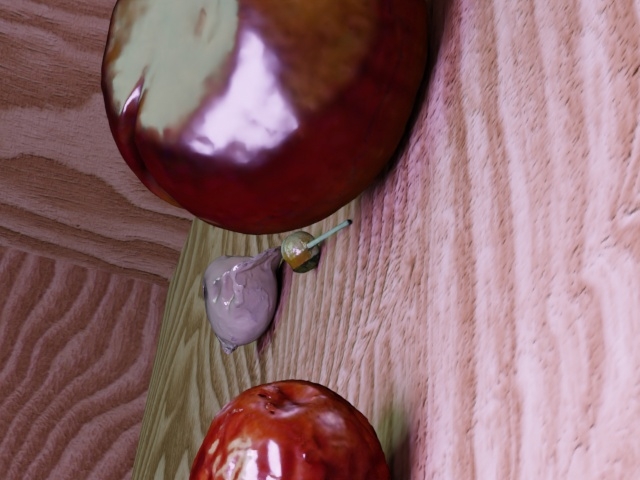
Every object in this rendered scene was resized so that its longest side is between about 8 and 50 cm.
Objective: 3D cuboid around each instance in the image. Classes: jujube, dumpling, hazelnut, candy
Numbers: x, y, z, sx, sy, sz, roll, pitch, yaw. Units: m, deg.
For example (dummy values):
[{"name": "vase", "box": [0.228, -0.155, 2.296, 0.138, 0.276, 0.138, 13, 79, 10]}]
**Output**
[{"name": "jujube", "box": [-0.028, 0.268, 1.076, 0.197, 0.197, 0.290, -101, 13, -66]}, {"name": "dumpling", "box": [-0.120, 0.084, 1.972, 0.172, 0.142, 0.247, -41, -18, -34]}, {"name": "hazelnut", "box": [-0.047, -0.218, 1.384, 0.402, 0.402, 0.429, -167, 90, -79]}, {"name": "candy", "box": [0.000, 0.000, 1.647, 0.202, 0.061, 0.061, -30, 45, 62]}]
